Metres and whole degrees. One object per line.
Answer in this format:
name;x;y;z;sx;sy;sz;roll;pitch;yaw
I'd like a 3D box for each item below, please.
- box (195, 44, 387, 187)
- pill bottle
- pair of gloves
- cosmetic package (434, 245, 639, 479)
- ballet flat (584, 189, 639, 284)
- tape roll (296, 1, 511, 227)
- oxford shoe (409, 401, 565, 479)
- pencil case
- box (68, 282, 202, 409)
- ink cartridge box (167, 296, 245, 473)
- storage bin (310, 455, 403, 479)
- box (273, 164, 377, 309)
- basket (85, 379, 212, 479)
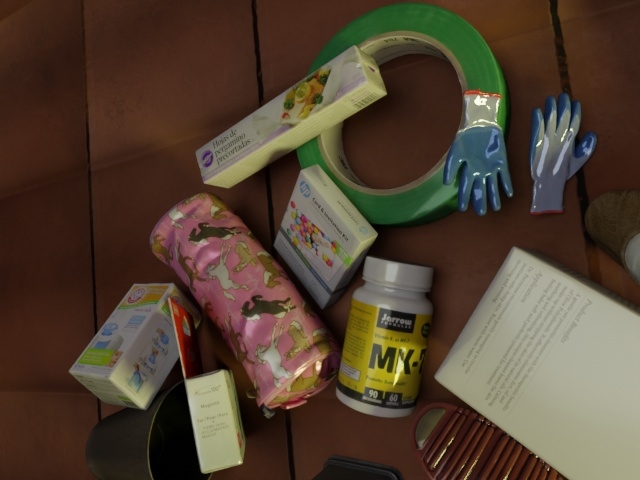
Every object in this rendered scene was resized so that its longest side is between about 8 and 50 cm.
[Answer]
box;-0.055;-0.178;0.811;0.323;0.067;0.063;-26;73;29
pill bottle;0.095;0.132;0.759;0.119;0.119;0.209;11;93;31
pair of gloves;0.256;-0.110;0.678;0.198;0.023;0.160;2;99;-5
cosmetic package;0.341;0.178;0.590;0.365;0.155;0.197;35;105;27
ballet flat;0.434;0.054;0.552;0.342;0.124;0.116;34;136;25
tape roll;0.113;-0.181;0.794;0.320;0.077;0.322;-2;87;30
oxford shoe;0.256;0.329;0.634;0.348;0.130;0.123;37;83;22
pencil case;-0.130;0.095;0.876;0.167;0.160;0.386;-38;67;-3
box;-0.324;0.184;0.955;0.114;0.103;0.203;-3;43;32
ink cartridge box;-0.172;0.216;0.841;0.060;0.275;0.239;-11;78;-9
storage bin;0.043;0.391;0.791;0.135;0.091;0.099;-2;86;31
box;0.000;0.000;0.817;0.145;0.038;0.186;51;143;20
basket;-0.312;0.371;0.968;0.226;0.154;0.205;-23;42;33
